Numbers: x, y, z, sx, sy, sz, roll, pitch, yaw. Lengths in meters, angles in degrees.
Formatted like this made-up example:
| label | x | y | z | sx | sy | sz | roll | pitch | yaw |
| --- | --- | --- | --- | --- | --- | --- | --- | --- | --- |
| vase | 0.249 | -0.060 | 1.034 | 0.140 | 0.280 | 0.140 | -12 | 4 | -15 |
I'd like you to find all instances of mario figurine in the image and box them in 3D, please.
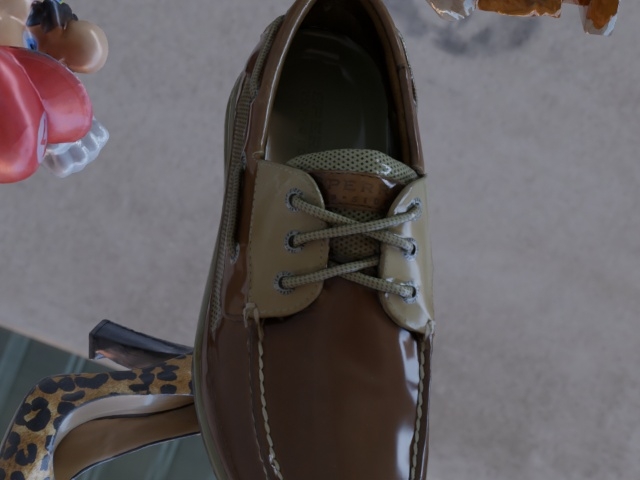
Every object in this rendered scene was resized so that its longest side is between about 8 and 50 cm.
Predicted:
| label | x | y | z | sx | sy | sz | roll | pitch | yaw |
| --- | --- | --- | --- | --- | --- | --- | --- | --- | --- |
| mario figurine | -0.195 | -0.174 | 0.998 | 0.170 | 0.198 | 0.321 | -32 | -135 | 31 |

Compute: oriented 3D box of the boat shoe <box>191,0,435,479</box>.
| label | x | y | z | sx | sy | sz | roll | pitch | yaw |
| --- | --- | --- | --- | --- | --- | --- | --- | --- | --- |
| boat shoe | 0.000 | 0.000 | 0.726 | 0.120 | 0.122 | 0.324 | 110 | -21 | -54 |

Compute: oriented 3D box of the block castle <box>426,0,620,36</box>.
| label | x | y | z | sx | sy | sz | roll | pitch | yaw |
| --- | --- | --- | --- | --- | --- | --- | --- | --- | --- |
| block castle | 0.315 | -0.360 | 1.347 | 0.213 | 0.453 | 0.303 | -90 | -173 | -49 |

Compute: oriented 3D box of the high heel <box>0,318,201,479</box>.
| label | x | y | z | sx | sy | sz | roll | pitch | yaw |
| --- | --- | --- | --- | --- | --- | --- | --- | --- | --- |
| high heel | -0.173 | 0.181 | 1.291 | 0.261 | 0.186 | 0.093 | -57 | 158 | -43 |
